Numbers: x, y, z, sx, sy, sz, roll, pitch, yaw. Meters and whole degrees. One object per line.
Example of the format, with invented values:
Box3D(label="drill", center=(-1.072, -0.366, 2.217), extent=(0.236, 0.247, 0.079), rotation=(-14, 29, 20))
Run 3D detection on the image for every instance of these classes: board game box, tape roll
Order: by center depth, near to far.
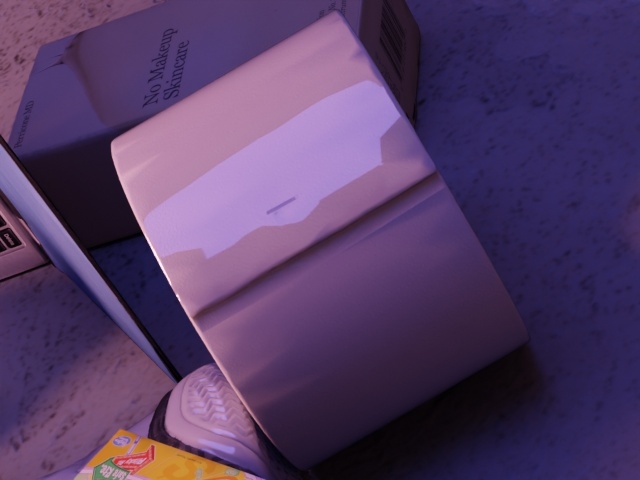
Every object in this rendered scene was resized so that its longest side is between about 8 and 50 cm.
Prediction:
Box3D(label="board game box", center=(-0.093, 0.161, 0.970), extent=(0.154, 0.026, 0.103), rotation=(10, 49, 48))
Box3D(label="tape roll", center=(0.000, 0.000, 1.130), extent=(0.169, 0.246, 0.246), rotation=(-30, 37, 3))

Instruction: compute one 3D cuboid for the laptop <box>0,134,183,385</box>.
Box3D(label="laptop", center=(-0.347, -0.028, 1.294), extent=(0.408, 0.382, 0.236), rotation=(-19, 38, 17))

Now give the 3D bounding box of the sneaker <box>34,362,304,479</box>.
Box3D(label="sneaker", center=(-0.098, 0.236, 1.032), extent=(0.210, 0.137, 0.366), rotation=(-29, 33, 7))

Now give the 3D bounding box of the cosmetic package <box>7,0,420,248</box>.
Box3D(label="cosmetic package", center=(-0.083, -0.116, 1.431), extent=(0.309, 0.113, 0.160), rotation=(-16, 40, 19))
